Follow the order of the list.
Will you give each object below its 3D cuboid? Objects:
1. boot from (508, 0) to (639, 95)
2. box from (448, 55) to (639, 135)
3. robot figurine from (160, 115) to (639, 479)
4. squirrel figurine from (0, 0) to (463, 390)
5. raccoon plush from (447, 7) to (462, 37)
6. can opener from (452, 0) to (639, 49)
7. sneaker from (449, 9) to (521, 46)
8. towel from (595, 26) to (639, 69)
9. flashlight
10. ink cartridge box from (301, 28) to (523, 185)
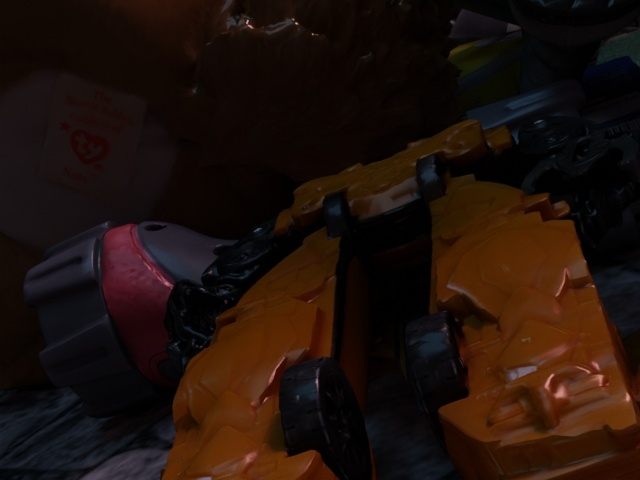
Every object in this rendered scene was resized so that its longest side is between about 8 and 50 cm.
[{"bbox_3d":[0.143,-0.129,0.686,0.083,0.161,0.246,10,40,8],"label":"boot"},{"bbox_3d":[0.144,-0.060,0.763,0.136,0.037,0.225,-20,15,14],"label":"box"},{"bbox_3d":[0.033,0.037,0.450,0.211,0.085,0.291,-20,18,13],"label":"robot figurine"},{"bbox_3d":[-0.072,-0.140,0.851,0.397,0.281,0.370,-16,22,17],"label":"squirrel figurine"},{"bbox_3d":[0.163,-0.342,1.245,0.446,0.299,0.216,-31,16,-26],"label":"raccoon plush"},{"bbox_3d":[0.191,-0.209,0.996,0.074,0.093,0.280,2,3,44],"label":"can opener"},{"bbox_3d":[0.226,-0.235,1.162,0.222,0.083,0.118,-31,25,-24],"label":"sneaker"},{"bbox_3d":[0.253,-0.147,0.914,0.110,0.027,0.148,-25,12,23],"label":"towel"},{"bbox_3d":[0.000,0.000,0.642,0.304,0.103,0.103,-22,12,12],"label":"flashlight"},{"bbox_3d":[-0.005,-0.071,0.991,0.307,0.072,0.303,-30,16,-35],"label":"ink cartridge box"}]
